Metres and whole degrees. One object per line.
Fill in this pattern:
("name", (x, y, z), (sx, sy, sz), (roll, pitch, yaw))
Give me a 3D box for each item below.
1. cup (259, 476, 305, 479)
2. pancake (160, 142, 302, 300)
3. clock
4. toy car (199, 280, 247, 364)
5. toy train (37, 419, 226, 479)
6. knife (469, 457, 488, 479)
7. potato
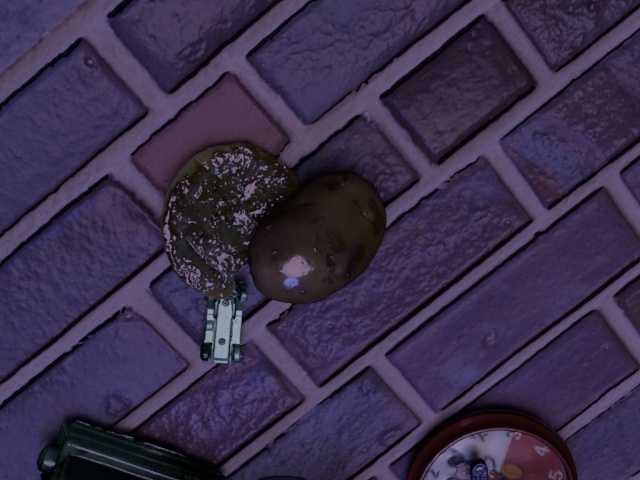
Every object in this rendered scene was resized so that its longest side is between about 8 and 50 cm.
("cup", (-0.035, 0.617, 1.425), (0.331, 0.311, 0.257), (41, 99, -16))
("pancake", (-0.136, -0.034, 1.347), (0.253, 0.037, 0.254), (-2, 97, -17))
("clock", (0.311, 0.454, 1.537), (0.318, 0.080, 0.319), (0, 105, -2))
("toy car", (-0.161, 0.135, 1.404), (0.073, 0.054, 0.143), (3, 99, -9))
("toy train", (-0.315, 0.427, 1.410), (0.330, 0.178, 0.139), (22, 103, -13))
("knife", (0.282, 0.439, 1.483), (0.031, 0.018, 0.121), (-10, 106, 2))
("potato", (0.000, 0.000, 1.293), (0.262, 0.165, 0.165), (-47, 110, -31))
